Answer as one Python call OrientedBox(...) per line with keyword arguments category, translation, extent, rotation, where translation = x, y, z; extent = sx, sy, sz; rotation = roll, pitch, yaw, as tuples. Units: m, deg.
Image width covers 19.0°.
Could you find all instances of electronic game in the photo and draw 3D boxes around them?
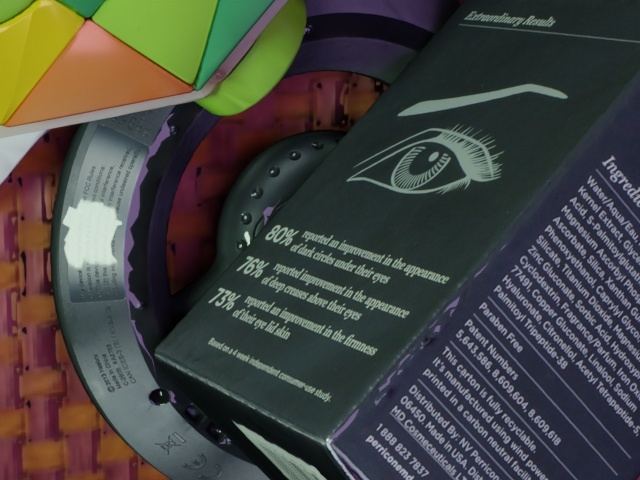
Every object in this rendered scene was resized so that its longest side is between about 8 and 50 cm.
OrientedBox(category="electronic game", translation=(0.000, 0.000, 0.782), extent=(0.229, 0.048, 0.229), rotation=(-5, 101, -26))

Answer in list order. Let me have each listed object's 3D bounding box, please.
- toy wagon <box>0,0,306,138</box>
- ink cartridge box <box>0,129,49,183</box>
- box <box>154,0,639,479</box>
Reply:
OrientedBox(category="toy wagon", translation=(-0.053, -0.195, 0.603), extent=(0.267, 0.068, 0.344), rotation=(31, 108, -33))
OrientedBox(category="ink cartridge box", translation=(-0.187, -0.075, 0.695), extent=(0.189, 0.066, 0.232), rotation=(29, 87, -23))
OrientedBox(category="box", translation=(0.064, 0.014, 0.703), extent=(0.207, 0.153, 0.108), rotation=(-48, 116, -12))
